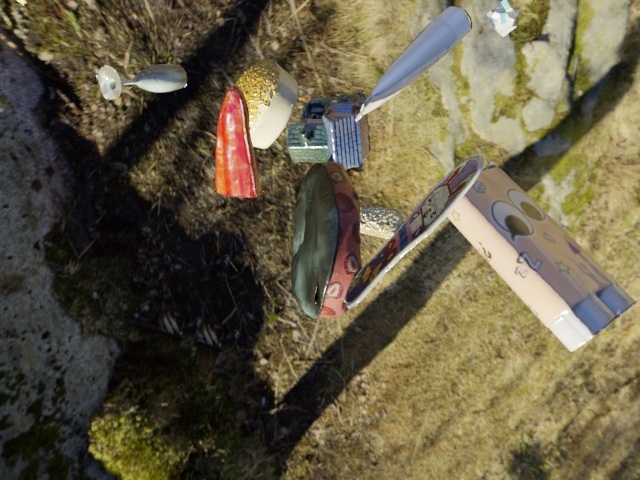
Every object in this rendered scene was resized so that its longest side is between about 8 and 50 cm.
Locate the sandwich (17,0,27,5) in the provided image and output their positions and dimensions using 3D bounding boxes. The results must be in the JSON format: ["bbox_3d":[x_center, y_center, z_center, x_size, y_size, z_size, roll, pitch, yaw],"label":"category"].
[{"bbox_3d":[-0.763,-0.631,1.216,0.044,0.030,0.084,-15,92,-44],"label":"sandwich"}]

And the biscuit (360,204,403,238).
[{"bbox_3d":[0.111,-0.048,1.153,0.082,0.168,0.071,46,58,-63],"label":"biscuit"}]

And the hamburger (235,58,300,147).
[{"bbox_3d":[-0.201,-0.436,1.577,0.179,0.294,0.276,21,61,-26],"label":"hamburger"}]

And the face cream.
[{"bbox_3d":[0.151,-0.293,0.814,0.243,0.092,0.058,-44,90,-7],"label":"face cream"}]

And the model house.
[{"bbox_3d":[0.017,-0.257,1.217,0.182,0.172,0.167,5,126,21],"label":"model house"}]

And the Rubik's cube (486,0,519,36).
[{"bbox_3d":[0.513,-0.622,1.359,0.073,0.084,0.075,-32,80,32],"label":"Rubik's cube"}]

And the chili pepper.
[{"bbox_3d":[-0.130,-0.153,0.760,0.065,0.088,0.169,-32,128,-52],"label":"chili pepper"}]

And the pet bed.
[{"bbox_3d":[0.000,0.000,0.604,0.053,0.201,0.201,3,108,-17],"label":"pet bed"}]

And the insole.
[{"bbox_3d":[0.080,-0.005,0.459,0.004,0.065,0.197,33,120,-13],"label":"insole"}]

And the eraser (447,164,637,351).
[{"bbox_3d":[0.314,0.013,0.734,0.171,0.291,0.087,-13,147,-39],"label":"eraser"}]

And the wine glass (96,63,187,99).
[{"bbox_3d":[-0.354,-0.329,0.997,0.066,0.198,0.066,11,115,23],"label":"wine glass"}]
